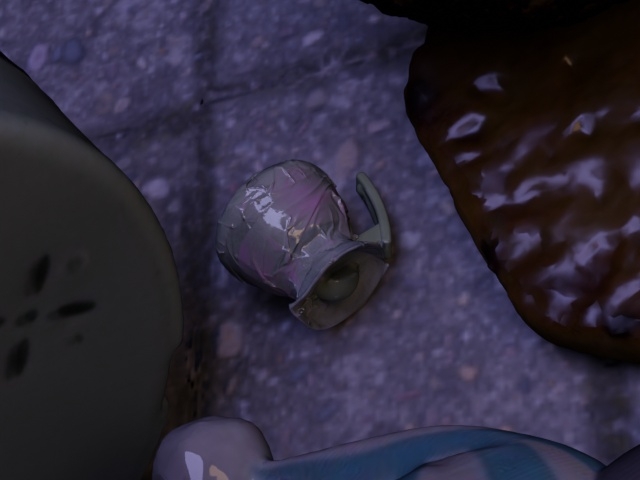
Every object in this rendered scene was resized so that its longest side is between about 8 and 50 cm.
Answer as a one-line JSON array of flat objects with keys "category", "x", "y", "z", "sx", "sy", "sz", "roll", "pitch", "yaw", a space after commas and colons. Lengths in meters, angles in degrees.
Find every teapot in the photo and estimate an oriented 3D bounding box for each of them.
[{"category": "teapot", "x": 0.000, "y": 0.000, "z": 0.858, "sx": 0.083, "sy": 0.064, "sz": 0.064, "roll": -28, "pitch": 55, "yaw": -27}]

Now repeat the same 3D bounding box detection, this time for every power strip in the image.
[{"category": "power strip", "x": -0.242, "y": 0.055, "z": 0.767, "sx": 0.357, "sy": 0.357, "sz": 0.161, "roll": -47, "pitch": 54, "yaw": -2}]

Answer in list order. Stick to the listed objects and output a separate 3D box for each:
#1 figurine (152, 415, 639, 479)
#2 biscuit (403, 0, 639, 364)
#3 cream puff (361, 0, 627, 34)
[{"category": "figurine", "x": 0.023, "y": 0.190, "z": 0.688, "sx": 0.377, "sy": 0.266, "sz": 0.361, "roll": -25, "pitch": 24, "yaw": -25}, {"category": "biscuit", "x": 0.201, "y": -0.099, "z": 0.806, "sx": 0.359, "sy": 0.046, "sz": 0.359, "roll": -13, "pitch": 59, "yaw": 22}, {"category": "cream puff", "x": 0.079, "y": -0.196, "z": 0.795, "sx": 0.239, "sy": 0.165, "sz": 0.239, "roll": -16, "pitch": 53, "yaw": 22}]
